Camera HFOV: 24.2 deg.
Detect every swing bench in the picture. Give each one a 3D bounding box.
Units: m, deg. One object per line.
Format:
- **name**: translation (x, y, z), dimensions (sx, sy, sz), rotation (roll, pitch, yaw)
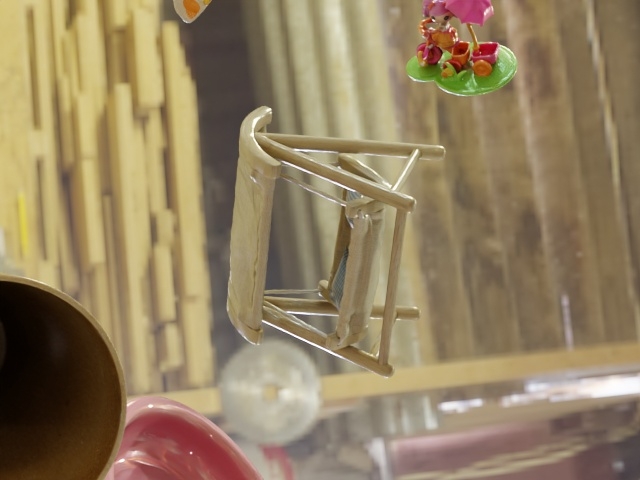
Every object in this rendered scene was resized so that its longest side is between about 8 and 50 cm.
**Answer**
- **swing bench**: translation (0.000, 0.000, 1.844), dimensions (0.165, 0.255, 0.253), rotation (-57, 156, -57)

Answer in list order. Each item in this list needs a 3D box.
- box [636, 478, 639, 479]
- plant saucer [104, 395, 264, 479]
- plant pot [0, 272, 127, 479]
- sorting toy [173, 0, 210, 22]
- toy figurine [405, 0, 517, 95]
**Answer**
- **box**: translation (0.381, 0.383, 1.702), dimensions (0.051, 0.175, 0.220), rotation (12, -62, 65)
- **plant saucer**: translation (-0.137, 0.322, 1.525), dimensions (0.332, 0.084, 0.332), rotation (47, 22, -26)
- **plant pot**: translation (-0.319, 0.124, 1.351), dimensions (0.254, 0.237, 0.237), rotation (-155, -119, -67)
- **sorting toy**: translation (-0.162, -0.322, 1.807), dimensions (0.045, 0.075, 0.083), rotation (-22, -140, 49)
- **toy figurine**: translation (0.200, -0.318, 2.227), dimensions (0.159, 0.173, 0.130), rotation (76, 29, -41)
